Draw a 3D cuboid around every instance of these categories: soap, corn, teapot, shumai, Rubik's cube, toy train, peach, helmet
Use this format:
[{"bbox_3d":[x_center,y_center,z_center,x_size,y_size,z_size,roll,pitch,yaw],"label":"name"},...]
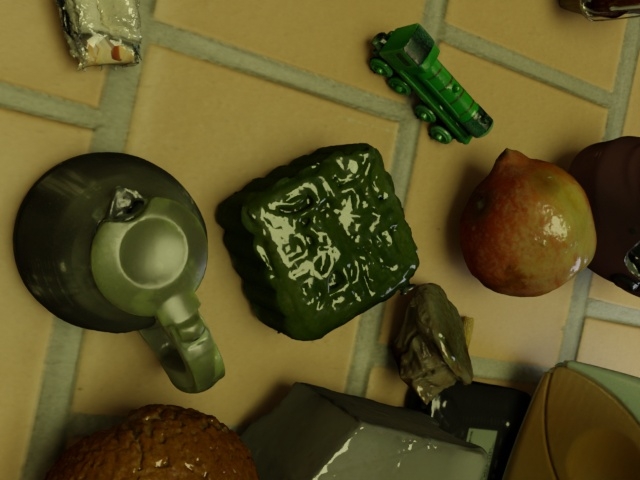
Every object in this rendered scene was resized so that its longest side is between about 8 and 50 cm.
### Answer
[{"bbox_3d":[0.013,0.451,1.230,0.350,0.213,0.435,24,88,-27],"label":"soap"},{"bbox_3d":[0.259,0.178,1.484,0.028,0.027,0.083,14,86,1],"label":"corn"},{"bbox_3d":[-0.248,0.051,1.040,0.239,0.239,0.322,-2,98,-30],"label":"teapot"},{"bbox_3d":[0.181,0.176,1.389,0.120,0.201,0.201,-23,113,17],"label":"shumai"},{"bbox_3d":[0.557,0.453,1.466,0.351,0.352,0.347,41,69,-43],"label":"Rubik's cube"},{"bbox_3d":[0.185,-0.251,1.339,0.251,0.119,0.085,40,74,-27],"label":"toy train"},{"bbox_3d":[0.349,-0.035,1.406,0.232,0.232,0.257,-31,101,-25],"label":"peach"},{"bbox_3d":[0.565,-0.050,1.542,0.271,0.197,0.338,-60,144,-22],"label":"helmet"}]

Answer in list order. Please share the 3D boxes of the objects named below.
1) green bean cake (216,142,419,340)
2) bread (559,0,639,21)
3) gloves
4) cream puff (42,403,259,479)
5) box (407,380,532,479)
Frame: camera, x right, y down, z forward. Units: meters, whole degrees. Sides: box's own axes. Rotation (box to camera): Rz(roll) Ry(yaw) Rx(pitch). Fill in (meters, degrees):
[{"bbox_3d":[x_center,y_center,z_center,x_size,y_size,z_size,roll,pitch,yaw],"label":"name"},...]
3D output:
[{"bbox_3d":[0.000,0.000,1.233,0.249,0.156,0.247,-29,108,-25],"label":"green bean cake"},{"bbox_3d":[0.565,-0.475,1.490,0.224,0.212,0.143,-12,106,-28],"label":"bread"},{"bbox_3d":[-0.292,-0.301,1.073,0.114,0.070,0.153,-8,99,-24],"label":"gloves"},{"bbox_3d":[-0.228,0.345,1.091,0.303,0.212,0.303,-7,127,-10],"label":"cream puff"},{"bbox_3d":[0.261,0.401,1.479,0.288,0.073,0.290,15,85,-34],"label":"box"}]
